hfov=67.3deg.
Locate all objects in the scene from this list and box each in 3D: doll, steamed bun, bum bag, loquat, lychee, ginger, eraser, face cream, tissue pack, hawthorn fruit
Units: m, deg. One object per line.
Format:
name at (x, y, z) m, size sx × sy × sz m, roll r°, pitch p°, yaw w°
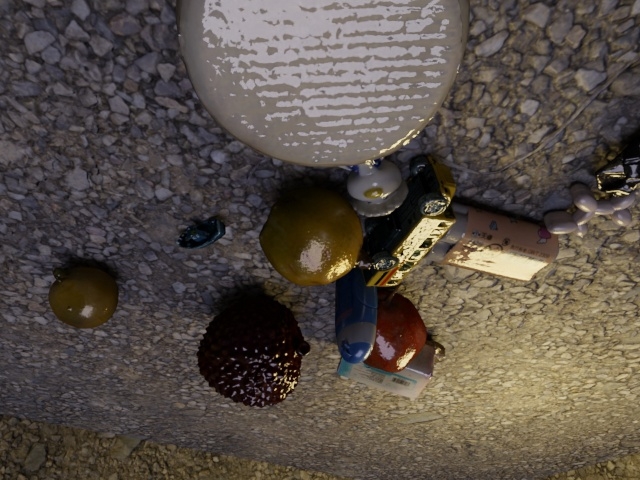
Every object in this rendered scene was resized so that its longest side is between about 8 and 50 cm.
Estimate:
doll at (0.085, -0.148, 0.914) m, size 0.138 × 0.119 × 0.293 m, roll -20°, pitch 137°, yaw 10°
steamed bun at (0.004, -0.289, 0.653) m, size 0.375 × 0.241 × 0.374 m, roll 2°, pitch 135°, yaw 2°
bum bag at (0.633, -0.176, 0.905) m, size 0.102 × 0.069 × 0.248 m, roll 27°, pitch 126°, yaw -17°
loquat at (-0.622, 0.142, 1.261) m, size 0.172 × 0.149 × 0.204 m, roll -14°, pitch 127°, yaw 23°
lychee at (-0.181, 0.303, 1.326) m, size 0.330 × 0.306 × 0.306 m, roll -7°, pitch 139°, yaw 14°
ginger at (0.334, 0.361, 1.562) m, size 0.165 × 0.067 × 0.096 m, roll -14°, pitch 145°, yaw 40°
doll at (0.598, -0.063, 1.047) m, size 0.160 × 0.059 × 0.161 m, roll 11°, pitch 138°, yaw -12°
eraser at (0.388, 0.012, 1.119) m, size 0.291 × 0.087 × 0.171 m, roll 12°, pitch 137°, yaw -16°
face cream at (0.087, 0.177, 1.189) m, size 0.083 × 0.264 × 0.149 m, roll 20°, pitch 137°, yaw -20°
tissue pack at (0.200, 0.371, 1.486) m, size 0.271 × 0.124 × 0.201 m, roll 18°, pitch 144°, yaw 7°
loquat at (0.000, 0.000, 1.021) m, size 0.246 × 0.213 × 0.213 m, roll 26°, pitch 136°, yaw -4°
hawthorn fruit at (0.181, 0.223, 1.307) m, size 0.211 × 0.210 × 0.262 m, roll -3°, pitch 123°, yaw 5°

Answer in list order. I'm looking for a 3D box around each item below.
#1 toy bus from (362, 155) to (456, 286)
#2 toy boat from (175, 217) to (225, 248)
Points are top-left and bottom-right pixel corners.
toy bus at (0.192, -0.028, 1.057) m, size 0.123 × 0.121 × 0.335 m, roll 8°, pitch 140°, yaw -22°
toy boat at (-0.285, -0.014, 1.130) m, size 0.137 × 0.060 × 0.061 m, roll -19°, pitch 156°, yaw 31°
